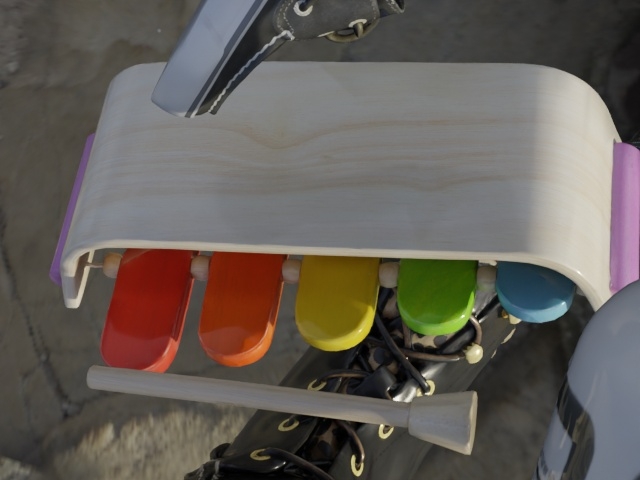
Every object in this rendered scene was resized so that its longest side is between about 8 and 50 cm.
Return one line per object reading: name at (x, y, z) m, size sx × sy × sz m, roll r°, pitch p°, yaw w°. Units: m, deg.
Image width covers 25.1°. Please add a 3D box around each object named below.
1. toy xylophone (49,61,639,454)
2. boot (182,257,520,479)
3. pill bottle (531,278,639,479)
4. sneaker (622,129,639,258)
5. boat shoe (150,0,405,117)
toy xylophone at (0.000, 0.000, 0.738) m, size 0.323 × 0.081 × 0.236 m, roll 9°, pitch 60°, yaw 16°
boot at (0.022, 0.118, 0.978) m, size 0.138 × 0.377 × 0.284 m, roll 34°, pitch 86°, yaw 12°
pill bottle at (0.167, 0.134, 0.492) m, size 0.210 × 0.210 × 0.362 m, roll 13°, pitch 104°, yaw -8°
sneaker at (0.329, -0.065, 1.321) m, size 0.125 × 0.341 × 0.139 m, roll 17°, pitch 71°, yaw -46°
boat shoe at (0.010, -0.126, 0.622) m, size 0.076 × 0.080 × 0.228 m, roll 34°, pitch 118°, yaw -11°
